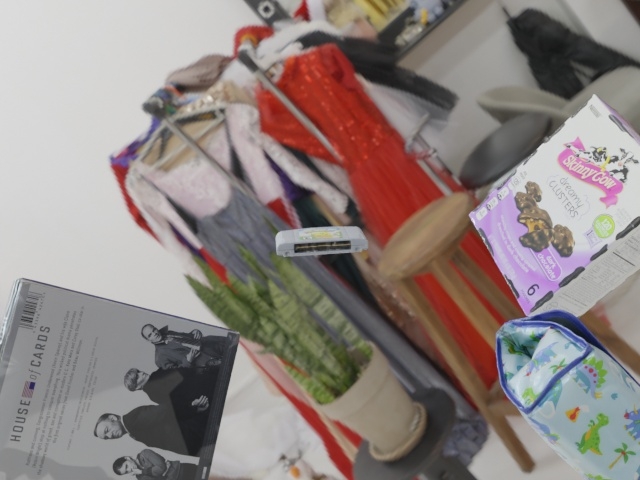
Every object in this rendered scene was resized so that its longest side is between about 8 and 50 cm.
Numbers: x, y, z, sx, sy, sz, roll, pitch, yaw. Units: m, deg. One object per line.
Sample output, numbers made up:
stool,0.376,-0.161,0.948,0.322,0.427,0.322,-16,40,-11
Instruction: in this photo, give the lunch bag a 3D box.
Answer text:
lunch bag,0.224,0.135,0.720,0.096,0.129,0.151,-45,9,2

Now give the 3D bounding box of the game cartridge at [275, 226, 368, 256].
game cartridge,0.000,0.000,0.757,0.083,0.017,0.056,-4,10,-4

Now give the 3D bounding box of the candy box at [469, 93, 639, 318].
candy box,0.277,-0.029,0.876,0.196,0.070,0.165,-47,40,24

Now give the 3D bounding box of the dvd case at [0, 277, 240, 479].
dvd case,-0.199,0.150,0.785,0.029,0.238,0.179,-2,73,53
